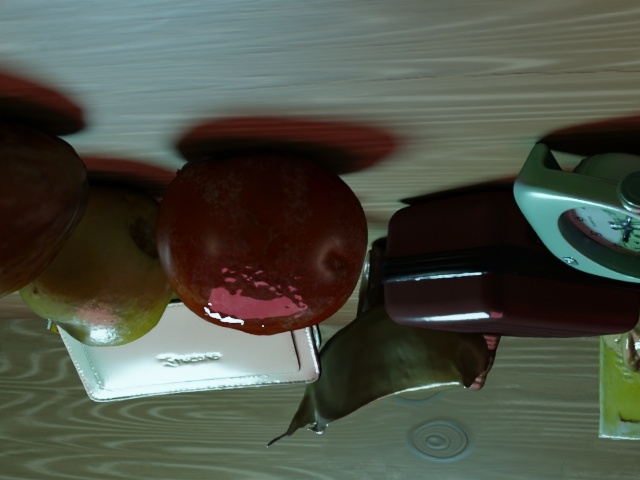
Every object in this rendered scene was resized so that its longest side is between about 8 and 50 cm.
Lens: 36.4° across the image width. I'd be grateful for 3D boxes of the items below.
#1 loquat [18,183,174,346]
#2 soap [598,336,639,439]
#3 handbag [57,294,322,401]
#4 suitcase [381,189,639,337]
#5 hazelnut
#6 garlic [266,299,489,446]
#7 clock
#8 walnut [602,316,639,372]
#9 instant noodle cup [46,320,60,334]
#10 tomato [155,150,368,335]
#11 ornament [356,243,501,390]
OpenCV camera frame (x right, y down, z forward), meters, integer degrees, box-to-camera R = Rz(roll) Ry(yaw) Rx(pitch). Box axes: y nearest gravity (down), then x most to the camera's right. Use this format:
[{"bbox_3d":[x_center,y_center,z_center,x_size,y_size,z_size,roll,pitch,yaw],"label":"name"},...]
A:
[{"bbox_3d":[-0.277,0.032,1.204,0.213,0.213,0.213,2,171,0],"label":"loquat"},{"bbox_3d":[0.660,0.246,1.954,0.199,0.315,0.091,-4,168,39],"label":"soap"},{"bbox_3d":[-0.187,0.089,1.403,0.358,0.160,0.237,-6,133,7],"label":"handbag"},{"bbox_3d":[0.246,0.038,1.238,0.297,0.161,0.236,10,169,-36],"label":"suitcase"},{"bbox_3d":[-0.320,-0.036,0.925,0.214,0.176,0.214,-23,-165,7],"label":"hazelnut"},{"bbox_3d":[0.080,0.181,1.414,0.338,0.151,0.196,-21,-161,24],"label":"garlic"},{"bbox_3d":[0.298,-0.019,0.915,0.210,0.066,0.159,13,156,41],"label":"clock"},{"bbox_3d":[0.615,0.152,1.794,0.198,0.198,0.245,-4,158,34],"label":"walnut"},{"bbox_3d":[-0.351,0.086,1.617,0.172,0.216,0.216,14,168,-13],"label":"instant noodle cup"},{"bbox_3d":[-0.066,0.007,1.046,0.231,0.189,0.232,5,172,1],"label":"tomato"},{"bbox_3d":[0.173,0.108,1.570,0.217,0.235,0.221,9,163,-1],"label":"ornament"}]
